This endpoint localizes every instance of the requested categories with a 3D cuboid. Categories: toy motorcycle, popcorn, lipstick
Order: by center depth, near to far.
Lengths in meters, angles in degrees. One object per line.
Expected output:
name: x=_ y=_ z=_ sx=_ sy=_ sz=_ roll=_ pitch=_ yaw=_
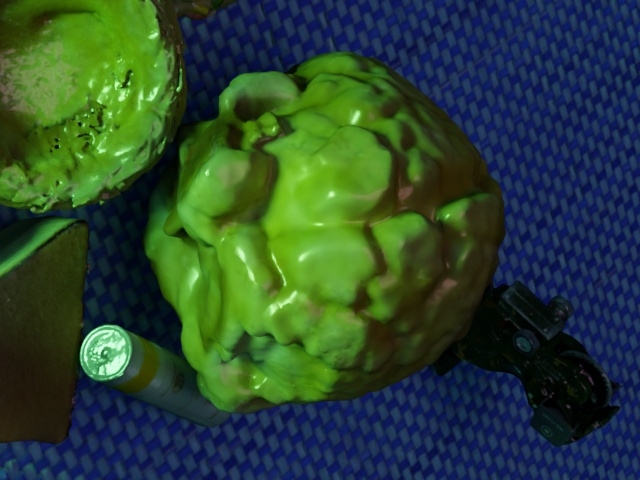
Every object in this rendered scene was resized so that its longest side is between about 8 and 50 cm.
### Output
popcorn: x=0.009 y=-0.002 z=1.949 sx=0.390 sy=0.354 sz=0.344 roll=-27 pitch=136 yaw=-56
lipstick: x=-0.159 y=0.139 z=1.970 sx=0.264 sy=0.059 sz=0.059 roll=39 pitch=68 yaw=-65
toy motorcycle: x=0.222 y=0.133 z=2.275 sx=0.124 sy=0.274 sz=0.187 roll=-37 pitch=162 yaw=-36

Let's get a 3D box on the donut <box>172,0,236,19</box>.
donut: x=-0.133 y=-0.420 z=1.923 sx=0.307 sy=0.150 sz=0.371 roll=-37 pitch=120 yaw=-31

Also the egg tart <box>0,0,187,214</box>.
egg tart: x=-0.262 y=-0.167 z=1.837 sx=0.288 sy=0.118 sz=0.288 roll=-6 pitch=107 yaw=-22

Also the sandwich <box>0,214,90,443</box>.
sandwich: x=-0.324 y=0.079 z=1.848 sx=0.186 sy=0.108 sz=0.220 roll=4 pitch=95 yaw=-43
